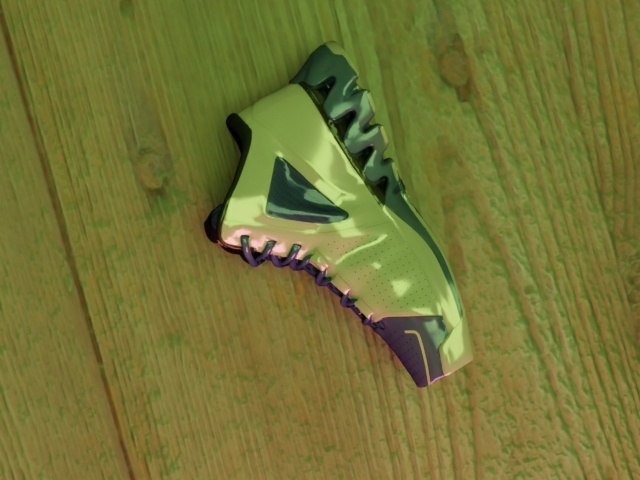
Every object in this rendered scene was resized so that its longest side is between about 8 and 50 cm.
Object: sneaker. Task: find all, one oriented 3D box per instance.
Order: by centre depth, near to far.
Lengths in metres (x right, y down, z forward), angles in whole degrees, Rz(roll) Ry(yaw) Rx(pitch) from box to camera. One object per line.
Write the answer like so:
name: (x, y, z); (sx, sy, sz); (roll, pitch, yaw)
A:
sneaker: (-0.001, -0.001, 1.453); (0.182, 0.127, 0.315); (-25, 89, -4)
